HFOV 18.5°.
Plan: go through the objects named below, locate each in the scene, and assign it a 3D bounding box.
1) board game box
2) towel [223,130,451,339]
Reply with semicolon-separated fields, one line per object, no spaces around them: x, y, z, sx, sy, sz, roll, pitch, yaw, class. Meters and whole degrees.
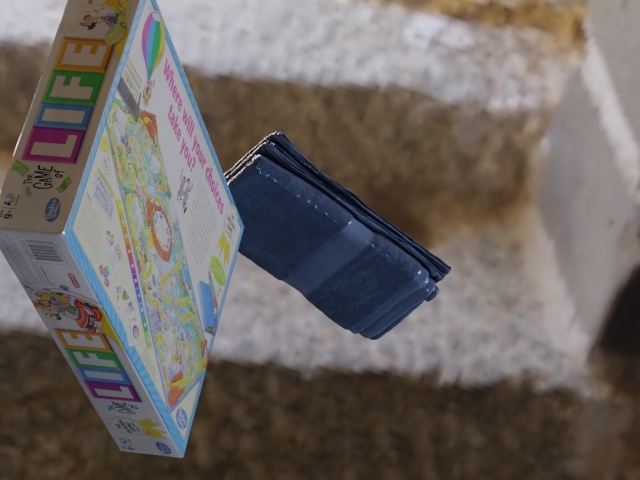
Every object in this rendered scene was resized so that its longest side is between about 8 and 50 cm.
-0.066;-0.004;0.689;0.026;0.154;0.103;5;58;15;board game box
0.000;0.000;0.976;0.119;0.067;0.029;36;41;-19;towel
